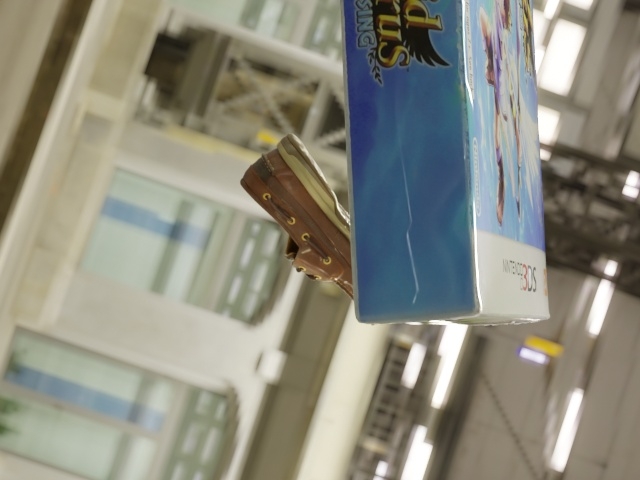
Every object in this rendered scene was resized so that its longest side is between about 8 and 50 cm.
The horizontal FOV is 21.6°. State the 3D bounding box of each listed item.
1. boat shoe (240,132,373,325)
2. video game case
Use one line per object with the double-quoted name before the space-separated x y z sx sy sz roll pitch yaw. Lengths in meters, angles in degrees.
"boat shoe" 0.000 0.000 1.317 0.060 0.178 0.064 -33 -155 3
"video game case" 0.067 -0.092 0.848 0.244 0.061 0.269 11 76 -75
